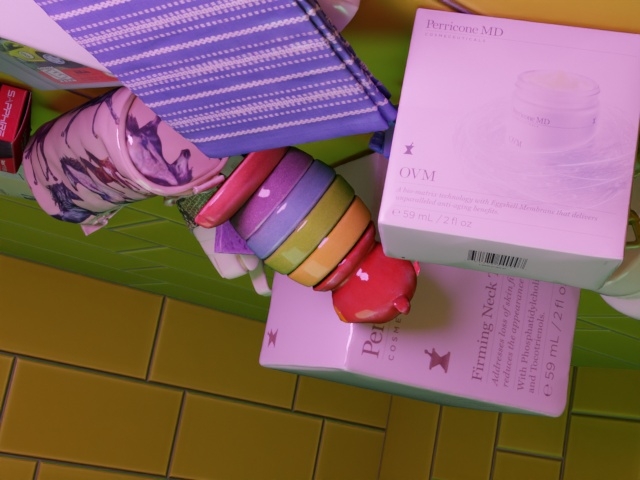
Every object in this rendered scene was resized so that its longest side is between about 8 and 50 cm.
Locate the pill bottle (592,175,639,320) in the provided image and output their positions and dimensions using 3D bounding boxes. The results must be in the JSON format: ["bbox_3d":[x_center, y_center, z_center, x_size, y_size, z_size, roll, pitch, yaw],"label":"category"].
[{"bbox_3d":[0.484,0.021,1.256,0.361,0.204,0.204,17,167,-31],"label":"pill bottle"}]

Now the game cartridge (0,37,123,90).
[{"bbox_3d":[-0.307,-0.238,1.113,0.294,0.060,0.196,2,162,34],"label":"game cartridge"}]

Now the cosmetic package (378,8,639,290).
[{"bbox_3d":[0.187,-0.089,0.945,0.224,0.224,0.138,9,166,9],"label":"cosmetic package"}]

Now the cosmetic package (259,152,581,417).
[{"bbox_3d":[0.161,0.085,1.550,0.394,0.329,0.327,15,169,-23],"label":"cosmetic package"}]

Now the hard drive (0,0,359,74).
[{"bbox_3d":[-0.171,-0.230,0.911,0.353,0.047,0.233,15,153,-22],"label":"hard drive"}]

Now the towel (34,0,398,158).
[{"bbox_3d":[-0.096,-0.186,0.907,0.243,0.040,0.336,-8,150,27],"label":"towel"}]

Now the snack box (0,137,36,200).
[{"bbox_3d":[-0.558,-0.131,1.828,0.187,0.060,0.322,12,168,-3],"label":"snack box"}]

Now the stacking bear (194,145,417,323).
[{"bbox_3d":[0.000,0.000,1.256,0.289,0.164,0.175,40,-178,-7],"label":"stacking bear"}]

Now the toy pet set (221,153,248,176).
[{"bbox_3d":[-0.152,-0.152,1.423,0.114,0.065,0.122,45,-174,33],"label":"toy pet set"}]

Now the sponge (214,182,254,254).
[{"bbox_3d":[-0.080,-0.031,1.640,0.210,0.117,0.031,4,175,-31],"label":"sponge"}]

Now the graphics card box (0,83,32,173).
[{"bbox_3d":[-0.635,-0.207,1.456,0.371,0.094,0.233,15,169,-15],"label":"graphics card box"}]

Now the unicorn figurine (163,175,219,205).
[{"bbox_3d":[-0.214,-0.098,1.481,0.111,0.060,0.162,-28,-147,-25],"label":"unicorn figurine"}]

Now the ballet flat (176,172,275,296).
[{"bbox_3d":[-0.112,0.006,1.780,0.164,0.181,0.483,-5,162,29],"label":"ballet flat"}]

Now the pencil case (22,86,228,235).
[{"bbox_3d":[-0.280,-0.118,1.358,0.410,0.160,0.183,-8,120,56],"label":"pencil case"}]

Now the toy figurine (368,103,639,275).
[{"bbox_3d":[0.169,-0.089,1.091,0.217,0.191,0.363,25,161,-35],"label":"toy figurine"}]
